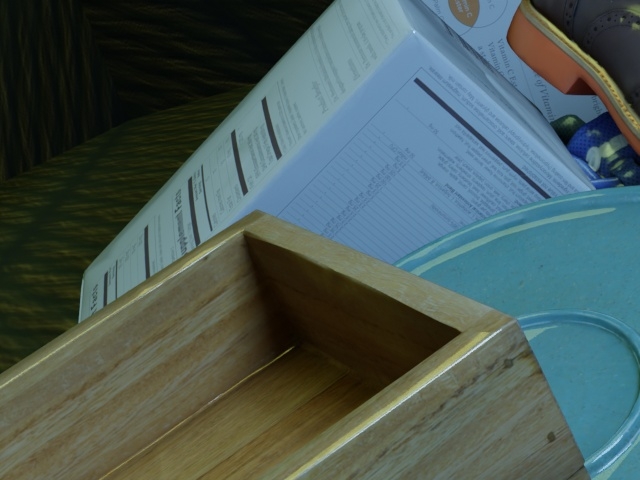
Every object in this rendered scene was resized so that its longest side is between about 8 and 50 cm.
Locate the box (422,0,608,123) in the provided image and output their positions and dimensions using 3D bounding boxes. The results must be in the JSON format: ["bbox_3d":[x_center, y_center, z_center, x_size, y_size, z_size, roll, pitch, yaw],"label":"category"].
[{"bbox_3d":[0.224,-0.180,1.271,0.345,0.215,0.168,-18,12,10],"label":"box"}]

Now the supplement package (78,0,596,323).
[{"bbox_3d":[0.000,0.000,0.775,0.244,0.139,0.134,-45,22,14],"label":"supplement package"}]

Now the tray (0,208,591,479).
[{"bbox_3d":[-0.133,0.142,0.480,0.411,0.076,0.203,-33,22,-16],"label":"tray"}]

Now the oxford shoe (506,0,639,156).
[{"bbox_3d":[0.197,-0.089,0.737,0.096,0.098,0.271,-4,33,-39],"label":"oxford shoe"}]

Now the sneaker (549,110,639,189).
[{"bbox_3d":[0.165,0.002,0.778,0.111,0.131,0.296,-22,13,-12],"label":"sneaker"}]

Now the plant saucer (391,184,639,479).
[{"bbox_3d":[0.083,0.073,0.566,0.317,0.044,0.318,-20,31,13],"label":"plant saucer"}]
